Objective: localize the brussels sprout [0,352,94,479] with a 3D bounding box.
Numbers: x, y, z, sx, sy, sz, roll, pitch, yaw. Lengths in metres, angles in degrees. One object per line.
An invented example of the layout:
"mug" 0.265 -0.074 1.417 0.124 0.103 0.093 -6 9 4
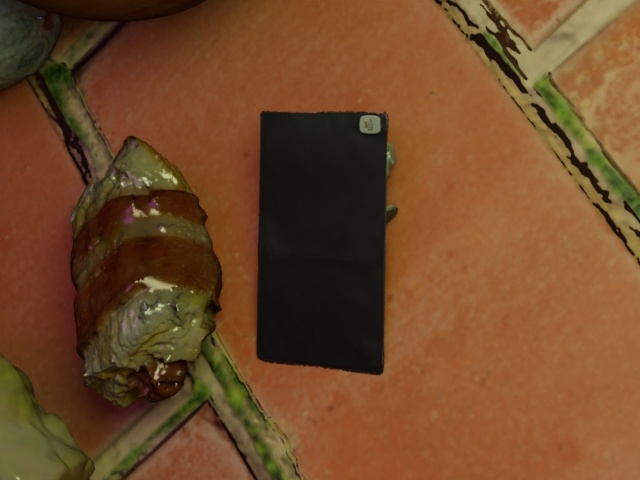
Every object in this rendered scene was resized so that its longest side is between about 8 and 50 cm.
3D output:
"brussels sprout" -0.347 0.166 1.173 0.316 0.273 0.243 10 75 36

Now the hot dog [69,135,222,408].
"hot dog" -0.135 0.026 1.186 0.146 0.103 0.213 -36 49 44

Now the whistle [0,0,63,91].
"whistle" -0.294 -0.264 1.333 0.189 0.189 0.348 -7 60 31

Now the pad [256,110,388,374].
"pad" 0.000 0.000 1.127 0.116 0.004 0.193 4 96 34

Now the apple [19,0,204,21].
"apple" -0.147 -0.368 1.121 0.333 0.400 0.401 5 80 24

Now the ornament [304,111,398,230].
"ornament" 0.023 -0.049 1.135 0.092 0.041 0.068 28 99 25
